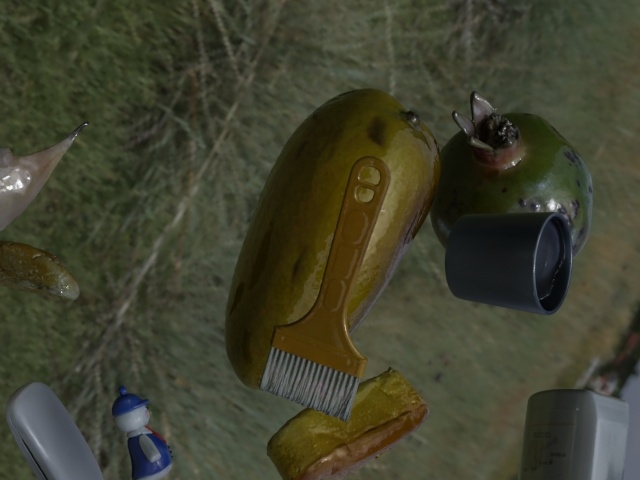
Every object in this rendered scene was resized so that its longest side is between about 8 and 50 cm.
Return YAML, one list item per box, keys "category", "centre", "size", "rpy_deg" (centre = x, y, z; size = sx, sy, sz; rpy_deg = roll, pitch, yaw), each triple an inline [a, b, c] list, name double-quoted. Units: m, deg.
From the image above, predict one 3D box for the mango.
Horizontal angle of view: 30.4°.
- category: "mango"
  centre: [0.000, 0.000, 1.611]
  size: [0.445, 0.220, 0.301]
  rpy_deg: [-59, -168, -3]

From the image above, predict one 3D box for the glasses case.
- category: "glasses case"
  centre: [-0.348, 0.276, 1.549]
  size: [0.197, 0.049, 0.076]
  rpy_deg: [64, 35, -20]

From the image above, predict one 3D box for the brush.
- category: "brush"
  centre: [0.018, 0.045, 1.175]
  size: [0.013, 0.103, 0.272]
  rpy_deg: [-35, 143, -71]

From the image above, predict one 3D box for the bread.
- category: "bread"
  centre: [0.040, 0.253, 1.535]
  size: [0.245, 0.094, 0.102]
  rpy_deg: [-19, 151, -43]

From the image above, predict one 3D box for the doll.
- category: "doll"
  centre: [-0.216, 0.242, 1.423]
  size: [0.057, 0.143, 0.099]
  rpy_deg: [-22, 180, -21]

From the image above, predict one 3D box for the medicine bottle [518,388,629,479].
- category: "medicine bottle"
  centre: [0.330, 0.354, 1.575]
  size: [0.161, 0.111, 0.296]
  rpy_deg: [-24, -128, 61]

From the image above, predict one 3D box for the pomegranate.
- category: "pomegranate"
  centre: [0.313, -0.101, 1.901]
  size: [0.291, 0.290, 0.323]
  rpy_deg: [-44, 144, -44]

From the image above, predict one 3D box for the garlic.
- category: "garlic"
  centre: [-0.495, -0.079, 1.601]
  size: [0.151, 0.338, 0.196]
  rpy_deg: [60, 28, -33]

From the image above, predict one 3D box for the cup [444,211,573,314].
- category: "cup"
  centre: [0.151, 0.014, 0.917]
  size: [0.100, 0.077, 0.078]
  rpy_deg: [-6, 99, -56]

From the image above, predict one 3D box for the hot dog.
- category: "hot dog"
  centre: [-0.487, 0.036, 1.830]
  size: [0.084, 0.242, 0.073]
  rpy_deg: [53, 49, -79]
